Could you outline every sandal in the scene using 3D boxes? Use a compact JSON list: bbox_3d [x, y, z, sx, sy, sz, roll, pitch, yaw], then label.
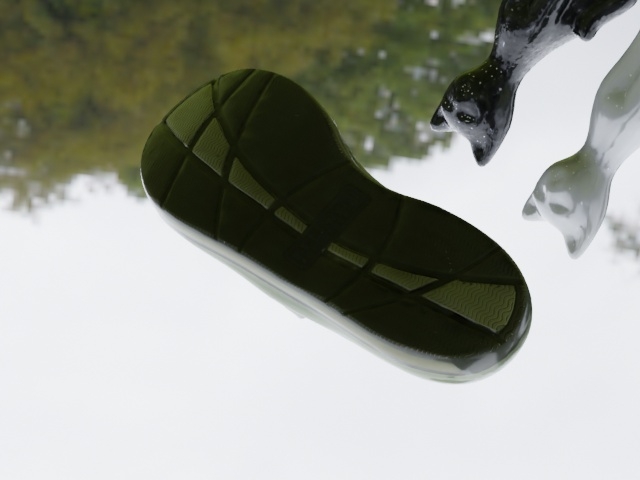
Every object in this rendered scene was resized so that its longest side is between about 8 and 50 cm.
[{"bbox_3d":[0.000,0.002,1.047,0.120,0.086,0.303,-40,-125,-14],"label":"sandal"}]

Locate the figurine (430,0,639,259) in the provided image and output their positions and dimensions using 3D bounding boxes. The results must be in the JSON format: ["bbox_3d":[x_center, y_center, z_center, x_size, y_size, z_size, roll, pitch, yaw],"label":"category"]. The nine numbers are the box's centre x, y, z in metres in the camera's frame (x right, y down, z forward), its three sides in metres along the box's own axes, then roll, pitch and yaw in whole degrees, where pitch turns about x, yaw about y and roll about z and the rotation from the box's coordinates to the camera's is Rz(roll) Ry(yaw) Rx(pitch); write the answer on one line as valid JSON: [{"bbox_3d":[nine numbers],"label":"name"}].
[{"bbox_3d":[0.204,-0.118,1.414,0.092,0.209,0.215,16,-153,-47],"label":"figurine"}]
